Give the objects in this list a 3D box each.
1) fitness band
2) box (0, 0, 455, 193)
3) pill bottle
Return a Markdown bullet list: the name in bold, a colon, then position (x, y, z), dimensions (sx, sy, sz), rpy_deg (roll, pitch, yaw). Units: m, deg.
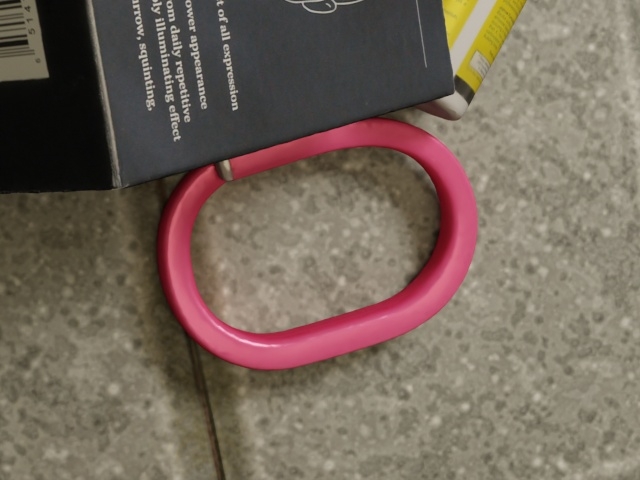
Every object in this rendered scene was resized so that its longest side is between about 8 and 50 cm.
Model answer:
- **fitness band**: position (0.000, 0.000, 1.492), dimensions (0.290, 0.054, 0.209), rpy_deg (-16, 102, -14)
- **box**: position (-0.107, -0.214, 1.257), dimensions (0.395, 0.212, 0.294), rpy_deg (-19, 104, -48)
- **pill bottle**: position (0.119, -0.220, 1.467), dimensions (0.119, 0.119, 0.208), rpy_deg (30, 87, -19)
